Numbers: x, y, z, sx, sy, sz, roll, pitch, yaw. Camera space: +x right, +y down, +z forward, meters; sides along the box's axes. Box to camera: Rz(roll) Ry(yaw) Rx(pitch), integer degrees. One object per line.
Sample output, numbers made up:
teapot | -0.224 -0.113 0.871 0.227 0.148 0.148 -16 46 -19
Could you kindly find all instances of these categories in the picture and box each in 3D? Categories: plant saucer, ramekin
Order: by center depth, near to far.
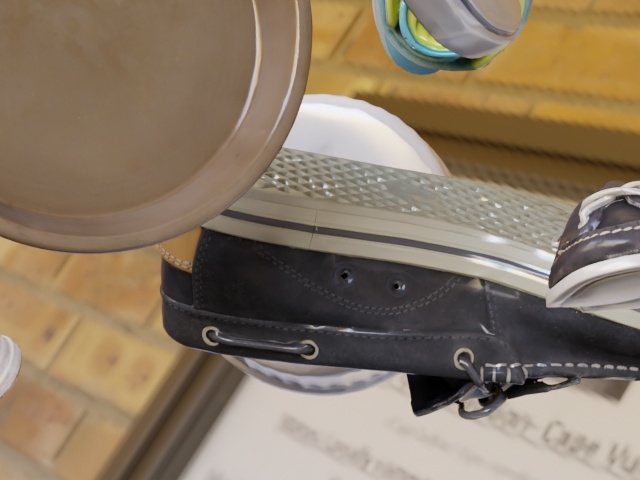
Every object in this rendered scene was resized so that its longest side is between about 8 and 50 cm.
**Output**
plant saucer | -0.140 -0.128 0.949 0.278 0.278 0.041 36 -18 -13
ramekin | 0.000 0.000 1.474 0.277 0.277 0.135 32 -4 5

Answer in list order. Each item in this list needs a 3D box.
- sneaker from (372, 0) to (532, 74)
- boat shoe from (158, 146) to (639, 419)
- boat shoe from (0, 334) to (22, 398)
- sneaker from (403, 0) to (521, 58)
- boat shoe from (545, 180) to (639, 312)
sneaker | 0.089 -0.185 1.271 0.127 0.208 0.319 23 -32 -1
boat shoe | 0.114 0.050 1.230 0.500 0.156 0.187 11 18 -8
boat shoe | -0.391 0.118 1.377 0.098 0.277 0.096 -96 168 -50
sneaker | 0.069 -0.170 0.834 0.258 0.091 0.094 31 32 -63
boat shoe | 0.093 0.001 0.498 0.046 0.038 0.125 -9 -6 17
